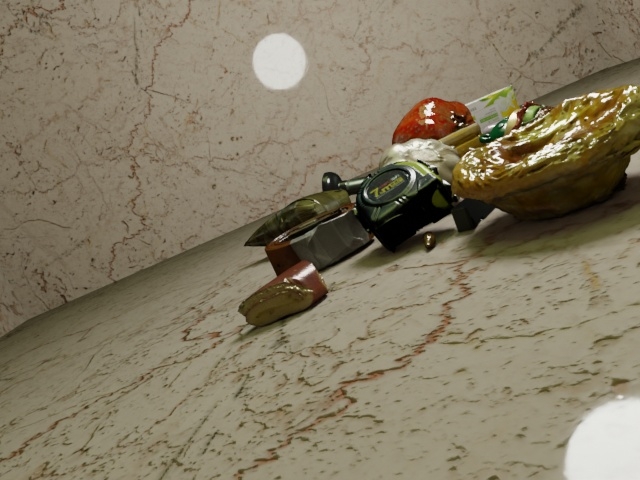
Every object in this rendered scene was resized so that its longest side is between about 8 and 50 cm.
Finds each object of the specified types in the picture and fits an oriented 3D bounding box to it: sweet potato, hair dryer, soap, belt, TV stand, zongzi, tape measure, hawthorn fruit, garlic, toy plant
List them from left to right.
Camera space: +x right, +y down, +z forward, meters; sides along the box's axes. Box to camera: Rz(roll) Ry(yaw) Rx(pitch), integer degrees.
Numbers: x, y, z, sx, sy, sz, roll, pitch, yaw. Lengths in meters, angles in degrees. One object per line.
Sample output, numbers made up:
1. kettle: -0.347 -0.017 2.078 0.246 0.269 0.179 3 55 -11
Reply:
1. zongzi: -0.071 -0.058 1.691 0.300 0.138 0.286 -20 7 32
2. belt: 0.000 0.000 1.264 0.261 0.105 0.184 -24 11 -7
3. hair dryer: 0.131 -0.201 1.984 0.320 0.156 0.284 -8 5 31
4. tape measure: 0.171 -0.084 1.124 0.199 0.112 0.186 -33 36 3
5. garlic: 0.246 -0.133 1.322 0.218 0.219 0.212 -26 -29 -16
6. hawthorn fruit: 0.364 -0.317 1.790 0.287 0.287 0.330 -30 -2 -37
7. sweet potato: 0.210 -0.005 1.032 0.026 0.026 0.115 -21 7 14
8. soap: 0.399 -0.242 1.565 0.232 0.140 0.073 -29 7 -31
9. TV stand: 0.338 -0.086 1.103 0.040 0.049 0.256 -14 13 41
10. toy plant: 0.532 -0.267 1.366 0.243 0.113 0.233 -11 29 2

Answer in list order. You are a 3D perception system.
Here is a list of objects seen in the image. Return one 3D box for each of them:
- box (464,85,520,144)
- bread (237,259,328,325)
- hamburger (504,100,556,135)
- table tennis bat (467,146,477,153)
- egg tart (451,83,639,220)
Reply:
1. box: 0.597 -0.421 1.942 0.260 0.195 0.111 -25 9 -9
2. bread: -0.049 0.088 0.987 0.119 0.067 0.192 -15 12 40
3. hamburger: 0.493 -0.220 1.154 0.136 0.175 0.175 4 26 45
4. table tennis bat: 0.462 -0.173 1.431 0.107 0.119 0.170 -9 26 -41
5. egg tart: 0.399 -0.131 0.907 0.351 0.150 0.352 -27 11 6
